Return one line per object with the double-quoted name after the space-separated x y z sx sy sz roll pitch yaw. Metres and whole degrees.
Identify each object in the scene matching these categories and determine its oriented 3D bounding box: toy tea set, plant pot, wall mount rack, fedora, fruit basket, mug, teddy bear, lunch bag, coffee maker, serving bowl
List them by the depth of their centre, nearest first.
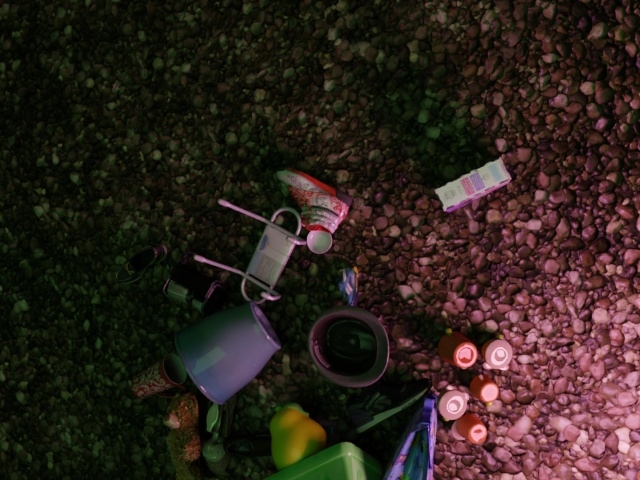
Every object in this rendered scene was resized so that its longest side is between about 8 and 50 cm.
0.274 0.585 1.561 0.138 0.221 0.293 14 98 16 "lunch bag"
0.421 0.418 1.597 0.200 0.124 0.336 14 92 -13 "toy tea set"
-0.031 0.681 1.620 0.392 0.283 0.392 -22 44 23 "fruit basket"
0.099 0.316 1.670 0.275 0.124 0.244 -4 87 26 "fedora"
-0.276 0.331 1.732 0.255 0.271 0.272 -35 81 0 "plant pot"
0.000 0.000 1.747 0.083 0.027 0.083 0 91 18 "serving bowl"
-0.223 0.028 1.765 0.304 0.130 0.350 28 98 17 "wall mount rack"
-0.462 0.685 1.819 0.113 0.245 0.338 -4 113 -21 "teddy bear"
-0.412 0.143 1.822 0.178 0.120 0.171 19 99 23 "coffee maker"
-0.557 0.494 1.891 0.169 0.113 0.150 -30 80 19 "mug"

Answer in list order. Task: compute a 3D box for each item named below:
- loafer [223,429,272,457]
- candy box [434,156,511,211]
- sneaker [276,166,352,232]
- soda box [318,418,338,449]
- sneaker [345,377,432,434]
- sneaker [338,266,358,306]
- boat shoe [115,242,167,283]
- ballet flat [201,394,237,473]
-0.209 0.675 1.775 0.220 0.078 0.080 -6 89 -3 "loafer"
0.429 -0.153 1.536 0.196 0.165 0.070 -27 83 16 "candy box"
-0.048 -0.123 1.712 0.270 0.090 0.145 26 80 12 "sneaker"
0.018 0.669 1.733 0.058 0.063 0.183 3 92 17 "soda box"
0.198 0.470 1.656 0.283 0.107 0.124 -35 75 15 "sneaker"
0.086 0.154 1.711 0.059 0.053 0.144 0 82 17 "sneaker"
-0.649 0.082 1.933 0.227 0.068 0.081 -33 81 15 "boat shoe"
-0.354 0.643 1.829 0.107 0.106 0.316 7 93 17 "ballet flat"
